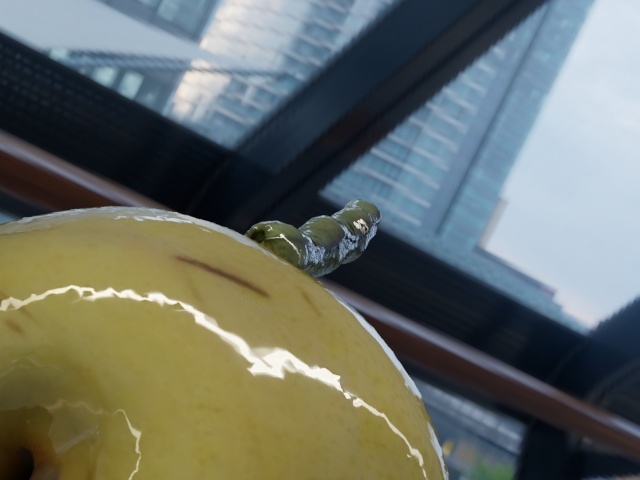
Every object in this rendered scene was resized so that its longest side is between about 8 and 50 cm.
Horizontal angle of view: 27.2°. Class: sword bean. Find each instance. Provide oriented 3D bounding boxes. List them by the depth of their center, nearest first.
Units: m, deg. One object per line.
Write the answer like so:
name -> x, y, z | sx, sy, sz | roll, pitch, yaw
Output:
sword bean -> 0.000, 0.000, 0.841 | 0.038, 0.043, 0.269 | -8, 2, 13

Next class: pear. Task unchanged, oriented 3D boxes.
pear -> -0.093, 0.129, 0.591 | 0.309, 0.309, 0.309 | 27, -1, 1
